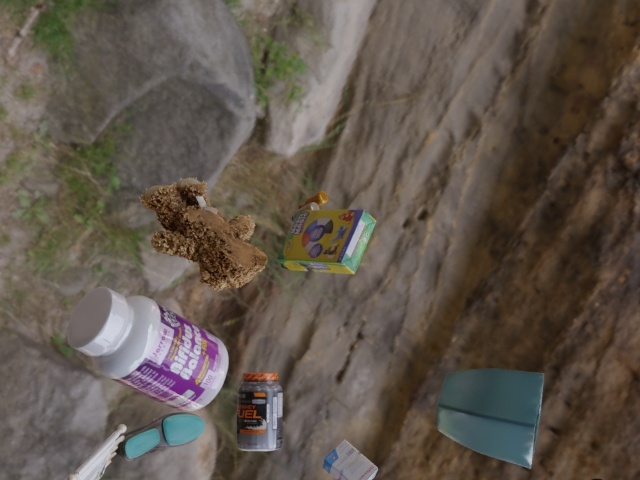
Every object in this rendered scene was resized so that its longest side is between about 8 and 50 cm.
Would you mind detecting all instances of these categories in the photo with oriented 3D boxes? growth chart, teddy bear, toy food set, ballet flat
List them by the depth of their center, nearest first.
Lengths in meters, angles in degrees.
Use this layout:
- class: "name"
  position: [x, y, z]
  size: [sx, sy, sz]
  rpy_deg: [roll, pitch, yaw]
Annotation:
- class: "growth chart"
  position: [-0.428, 0.444, 1.412]
  size: [0.237, 0.021, 0.172]
  rpy_deg: [-59, 173, 28]
- class: "teddy bear"
  position: [-0.268, -0.015, 1.782]
  size: [0.245, 0.338, 0.113]
  rpy_deg: [-39, 164, -53]
- class: "ballet flat"
  position: [-0.459, 0.540, 2.201]
  size: [0.096, 0.095, 0.280]
  rpy_deg: [-11, 176, 44]
- class: "toy food set"
  position: [-0.024, -0.019, 2.285]
  size: [0.111, 0.233, 0.104]
  rpy_deg: [-2, 163, -43]

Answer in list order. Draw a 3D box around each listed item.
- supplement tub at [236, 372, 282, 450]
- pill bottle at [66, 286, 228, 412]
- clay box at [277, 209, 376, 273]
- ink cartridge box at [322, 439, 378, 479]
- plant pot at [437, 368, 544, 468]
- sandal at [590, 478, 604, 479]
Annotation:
- class: "supplement tub"
  position: [-0.154, 0.432, 1.996]
  size: [0.117, 0.116, 0.191]
  rpy_deg: [38, 50, -75]
- class: "pill bottle"
  position: [-0.334, 0.209, 1.532]
  size: [0.169, 0.169, 0.301]
  rpy_deg: [-53, 132, -1]
- class: "clay box"
  position: [0.000, 0.000, 1.649]
  size: [0.053, 0.222, 0.128]
  rpy_deg: [42, 62, -38]
- class: "ink cartridge box"
  position: [0.080, 0.611, 2.116]
  size: [0.088, 0.122, 0.052]
  rpy_deg: [-35, 149, -36]
- class: "plant pot"
  position: [0.407, 0.414, 1.906]
  size: [0.165, 0.234, 0.166]
  rpy_deg: [-62, 152, -45]
- class: "sandal"
  position: [0.718, 0.716, 1.957]
  size: [0.054, 0.097, 0.255]
  rpy_deg: [71, 18, -54]
